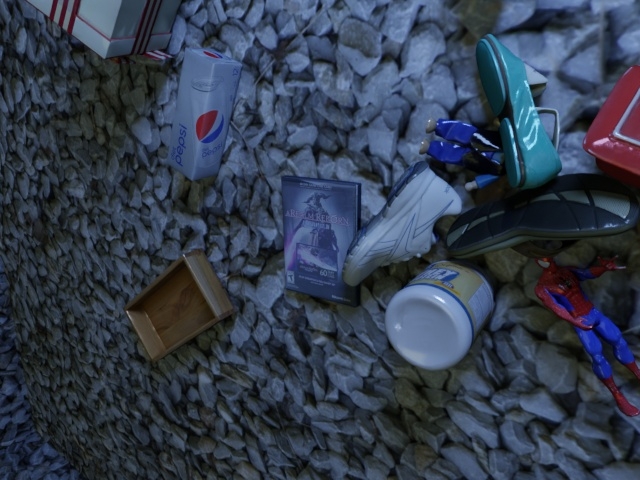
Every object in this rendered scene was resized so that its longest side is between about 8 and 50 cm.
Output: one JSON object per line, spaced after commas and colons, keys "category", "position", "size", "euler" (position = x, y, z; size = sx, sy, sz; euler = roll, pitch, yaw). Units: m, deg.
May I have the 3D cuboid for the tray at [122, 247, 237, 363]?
{"category": "tray", "position": [-0.427, 0.203, 1.358], "size": [0.411, 0.076, 0.203], "euler": [-34, 85, 37]}

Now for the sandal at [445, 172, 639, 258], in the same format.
{"category": "sandal", "position": [0.336, -0.021, 0.722], "size": [0.086, 0.120, 0.303], "euler": [42, 151, -20]}

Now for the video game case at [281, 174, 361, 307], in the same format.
{"category": "video game case", "position": [0.000, 0.000, 1.018], "size": [0.196, 0.026, 0.274], "euler": [11, 112, 32]}

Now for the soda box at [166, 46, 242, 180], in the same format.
{"category": "soda box", "position": [-0.274, -0.290, 1.071], "size": [0.098, 0.091, 0.286], "euler": [34, 122, 21]}

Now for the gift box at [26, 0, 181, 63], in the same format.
{"category": "gift box", "position": [-0.443, -0.553, 1.010], "size": [0.255, 0.276, 0.258], "euler": [40, 121, 2]}

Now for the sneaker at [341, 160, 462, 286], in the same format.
{"category": "sneaker", "position": [0.142, -0.003, 0.863], "size": [0.129, 0.111, 0.297], "euler": [34, 125, -5]}

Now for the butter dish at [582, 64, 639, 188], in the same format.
{"category": "butter dish", "position": [0.445, -0.126, 0.612], "size": [0.160, 0.118, 0.160], "euler": [31, 77, 23]}

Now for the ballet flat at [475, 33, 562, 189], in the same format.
{"category": "ballet flat", "position": [0.307, -0.200, 0.698], "size": [0.087, 0.083, 0.247], "euler": [-12, 82, 3]}

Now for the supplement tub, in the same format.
{"category": "supplement tub", "position": [0.213, 0.118, 0.796], "size": [0.144, 0.200, 0.144], "euler": [12, 112, 31]}

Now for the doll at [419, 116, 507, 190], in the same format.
{"category": "doll", "position": [0.265, -0.145, 0.768], "size": [0.189, 0.046, 0.129], "euler": [21, 107, 21]}

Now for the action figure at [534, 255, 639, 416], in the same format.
{"category": "action figure", "position": [0.427, 0.128, 0.692], "size": [0.091, 0.139, 0.280], "euler": [-34, 82, -3]}
